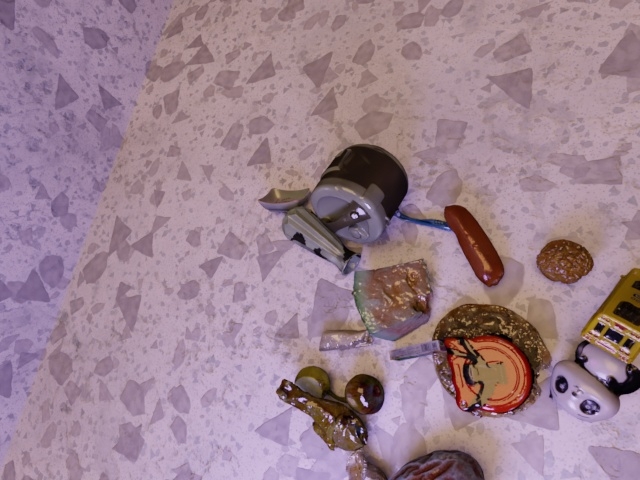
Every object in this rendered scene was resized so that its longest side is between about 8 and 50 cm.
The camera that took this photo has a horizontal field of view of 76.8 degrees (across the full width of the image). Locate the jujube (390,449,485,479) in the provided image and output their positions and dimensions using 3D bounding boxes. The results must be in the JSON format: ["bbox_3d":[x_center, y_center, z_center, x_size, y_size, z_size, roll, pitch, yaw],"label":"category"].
[{"bbox_3d":[0.362,0.773,1.234,0.308,0.246,0.215,-30,81,-2],"label":"jujube"}]

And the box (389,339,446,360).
[{"bbox_3d":[0.345,0.394,1.442,0.207,0.050,0.041,-26,60,36],"label":"box"}]

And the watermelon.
[{"bbox_3d":[0.278,0.231,1.522,0.303,0.151,0.263,-14,64,1],"label":"watermelon"}]

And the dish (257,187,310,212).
[{"bbox_3d":[-0.161,-0.180,1.856,0.213,0.077,0.151,3,30,25],"label":"dish"}]

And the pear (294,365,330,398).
[{"bbox_3d":[-0.024,0.550,1.563,0.141,0.104,0.140,9,110,27],"label":"pear"}]

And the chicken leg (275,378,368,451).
[{"bbox_3d":[0.004,0.633,1.468,0.361,0.211,0.140,28,43,10],"label":"chicken leg"}]

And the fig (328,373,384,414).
[{"bbox_3d":[0.117,0.574,1.492,0.245,0.149,0.149,-27,62,39],"label":"fig"}]

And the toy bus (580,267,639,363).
[{"bbox_3d":[0.901,0.193,1.159,0.331,0.151,0.145,-31,48,-30],"label":"toy bus"}]

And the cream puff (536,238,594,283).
[{"bbox_3d":[0.807,0.068,1.337,0.166,0.115,0.149,-14,64,21],"label":"cream puff"}]

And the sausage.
[{"bbox_3d":[0.561,0.003,1.476,0.094,0.097,0.348,-53,51,51],"label":"sausage"}]

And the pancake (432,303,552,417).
[{"bbox_3d":[0.565,0.401,1.361,0.383,0.071,0.381,-9,70,26],"label":"pancake"}]

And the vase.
[{"bbox_3d":[0.000,0.000,1.711,0.360,0.165,0.165,37,91,25],"label":"vase"}]

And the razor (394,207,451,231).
[{"bbox_3d":[0.401,-0.082,1.613,0.254,0.042,0.082,16,48,26],"label":"razor"}]

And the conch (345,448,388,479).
[{"bbox_3d":[0.151,0.823,1.373,0.156,0.130,0.207,-31,82,16],"label":"conch"}]

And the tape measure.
[{"bbox_3d":[0.525,0.410,1.271,0.261,0.114,0.252,-15,67,24],"label":"tape measure"}]

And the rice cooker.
[{"bbox_3d":[0.141,-0.173,1.565,0.336,0.335,0.325,19,60,28],"label":"rice cooker"}]

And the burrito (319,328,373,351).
[{"bbox_3d":[0.100,0.387,1.584,0.226,0.060,0.086,-9,74,22],"label":"burrito"}]

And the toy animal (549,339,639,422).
[{"bbox_3d":[0.803,0.419,1.195,0.235,0.165,0.187,-46,46,5],"label":"toy animal"}]
